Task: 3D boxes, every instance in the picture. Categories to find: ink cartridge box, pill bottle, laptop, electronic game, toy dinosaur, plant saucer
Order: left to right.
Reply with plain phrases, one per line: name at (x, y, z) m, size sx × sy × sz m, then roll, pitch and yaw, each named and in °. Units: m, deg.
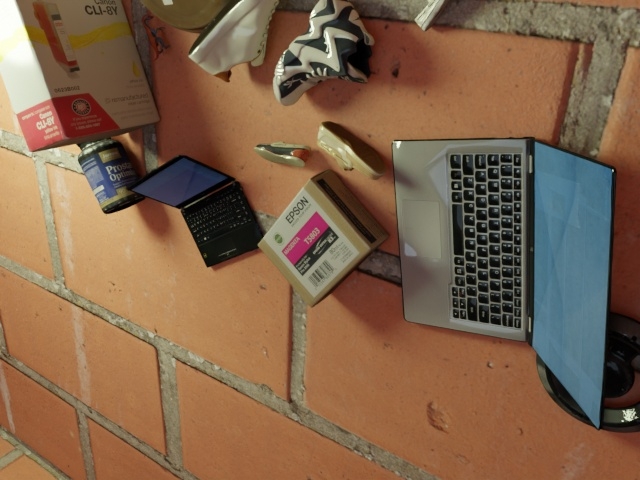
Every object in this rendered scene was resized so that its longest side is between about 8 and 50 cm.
ink cartridge box at (-0.580, -0.428, 1.289) m, size 0.160 × 0.279 × 0.385 m, roll -7°, pitch 105°, yaw 36°
pill bottle at (-0.565, -0.190, 1.478) m, size 0.122 × 0.122 × 0.219 m, roll -20°, pitch 97°, yaw 38°
toy dinosaur at (-0.383, -0.472, 1.273) m, size 0.047 × 0.090 × 0.082 m, roll -24°, pitch 126°, yaw 24°
plant saucer at (-0.289, -0.551, 1.124) m, size 0.277 × 0.041 × 0.278 m, roll 14°, pitch 137°, yaw 14°
laptop at (-0.299, -0.059, 1.337) m, size 0.234 × 0.136 × 0.264 m, roll -20°, pitch 97°, yaw 39°
ink cartridge box at (0.000, 0.000, 1.185) m, size 0.193 × 0.088 × 0.235 m, roll 48°, pitch 129°, yaw 8°
laptop at (0.268, 0.038, 0.920) m, size 0.407 × 0.236 × 0.382 m, roll 6°, pitch 111°, yaw 33°
electronic game at (0.492, 0.228, 0.961) m, size 0.229 × 0.048 × 0.229 m, roll 15°, pitch 117°, yaw 32°

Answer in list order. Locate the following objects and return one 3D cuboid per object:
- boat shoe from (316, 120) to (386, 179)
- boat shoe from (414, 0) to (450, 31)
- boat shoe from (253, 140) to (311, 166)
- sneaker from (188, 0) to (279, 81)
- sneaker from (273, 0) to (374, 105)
boat shoe at (0.058, -0.168, 1.096) m, size 0.170 × 0.063 × 0.059 m, roll 44°, pitch 131°, yaw 24°
boat shoe at (0.193, -0.399, 0.922) m, size 0.035 × 0.035 × 0.100 m, roll 46°, pitch 134°, yaw 7°
boat shoe at (-0.083, -0.192, 1.194) m, size 0.137 × 0.049 × 0.043 m, roll 16°, pitch 75°, yaw 32°
sneaker at (-0.130, -0.435, 1.111) m, size 0.290 × 0.106 × 0.123 m, roll -35°, pitch 125°, yaw 30°
sneaker at (0.014, -0.316, 1.039) m, size 0.153 × 0.094 × 0.235 m, roll 50°, pitch 119°, yaw 18°
